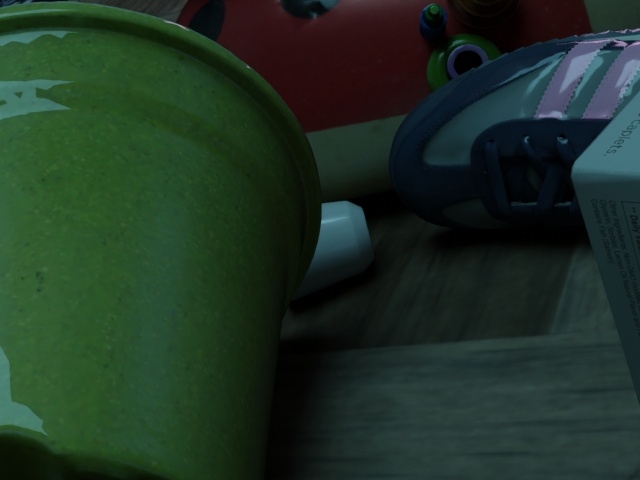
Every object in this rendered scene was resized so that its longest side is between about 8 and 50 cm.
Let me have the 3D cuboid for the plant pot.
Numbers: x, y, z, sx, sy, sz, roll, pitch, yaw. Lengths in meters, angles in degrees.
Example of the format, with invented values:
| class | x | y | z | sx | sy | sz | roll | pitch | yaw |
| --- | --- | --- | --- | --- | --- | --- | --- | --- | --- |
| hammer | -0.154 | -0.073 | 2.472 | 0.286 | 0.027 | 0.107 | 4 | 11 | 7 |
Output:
| class | x | y | z | sx | sy | sz | roll | pitch | yaw |
| --- | --- | --- | --- | --- | --- | --- | --- | --- | --- |
| plant pot | -0.126 | 0.066 | 0.602 | 0.276 | 0.276 | 0.254 | -19 | 40 | 10 |

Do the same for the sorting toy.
| class | x | y | z | sx | sy | sz | roll | pitch | yaw |
| --- | --- | --- | --- | --- | --- | --- | --- | --- | --- |
| sorting toy | 0.092 | -0.135 | 0.764 | 0.061 | 0.102 | 0.042 | 10 | -5 | 5 |

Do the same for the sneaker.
| class | x | y | z | sx | sy | sz | roll | pitch | yaw |
| --- | --- | --- | --- | --- | --- | --- | --- | --- | --- |
| sneaker | 0.179 | -0.053 | 0.687 | 0.319 | 0.112 | 0.131 | -13 | 29 | 23 |

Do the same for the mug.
| class | x | y | z | sx | sy | sz | roll | pitch | yaw |
| --- | --- | --- | --- | --- | --- | --- | --- | --- | --- |
| mug | -0.001 | -0.002 | 0.794 | 0.064 | 0.062 | 0.078 | -14 | 35 | 2 |

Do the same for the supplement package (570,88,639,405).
| class | x | y | z | sx | sy | sz | roll | pitch | yaw |
| --- | --- | --- | --- | --- | --- | --- | --- | --- | --- |
| supplement package | 0.268 | 0.009 | 0.420 | 0.262 | 0.198 | 0.199 | 7 | 41 | 44 |

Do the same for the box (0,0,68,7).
| class | x | y | z | sx | sy | sz | roll | pitch | yaw |
| --- | --- | --- | --- | --- | --- | --- | --- | --- | --- |
| box | -0.365 | -0.049 | 1.028 | 0.343 | 0.179 | 0.312 | -19 | 27 | 8 |

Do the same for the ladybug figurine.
| class | x | y | z | sx | sy | sz | roll | pitch | yaw |
| --- | --- | --- | --- | --- | --- | --- | --- | --- | --- |
| ladybug figurine | 0.062 | -0.166 | 0.915 | 0.449 | 0.162 | 0.305 | -19 | 29 | 10 |
